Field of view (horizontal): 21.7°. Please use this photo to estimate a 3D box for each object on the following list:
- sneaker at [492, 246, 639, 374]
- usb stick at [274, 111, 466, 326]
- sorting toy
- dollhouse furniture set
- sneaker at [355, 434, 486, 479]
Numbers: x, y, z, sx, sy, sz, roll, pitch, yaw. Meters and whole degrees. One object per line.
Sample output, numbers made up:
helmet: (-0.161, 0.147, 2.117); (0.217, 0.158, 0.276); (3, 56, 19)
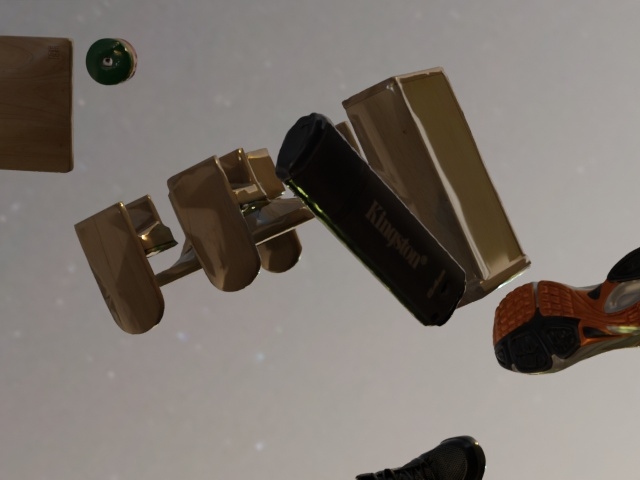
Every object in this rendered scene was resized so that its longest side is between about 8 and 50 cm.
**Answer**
sneaker: (0.293, 0.083, 1.684); (0.121, 0.099, 0.262); (15, -25, -41)
usb stick: (0.051, -0.015, 1.555); (0.278, 0.045, 0.077); (46, -120, -40)
sorting toy: (-0.310, -0.138, 1.657); (0.046, 0.274, 0.132); (-28, -59, -73)
dollhouse furniture set: (0.000, 0.000, 1.926); (0.394, 0.256, 0.362); (-24, -1, 26)
sneaker: (0.130, 0.345, 2.345); (0.130, 0.087, 0.227); (-11, -15, -43)
